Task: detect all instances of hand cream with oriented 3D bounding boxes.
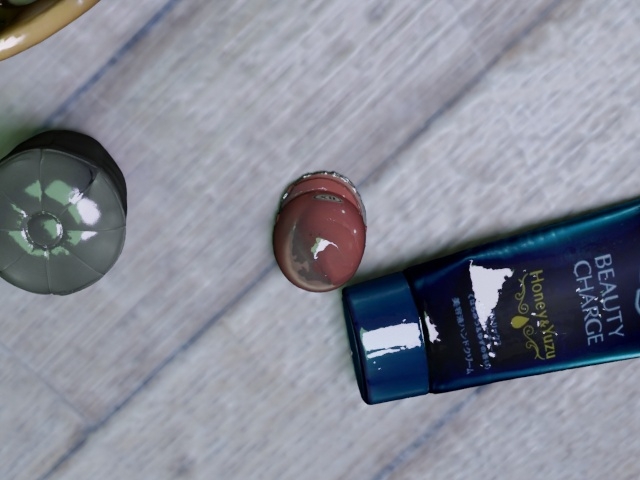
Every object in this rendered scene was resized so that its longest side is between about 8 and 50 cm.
[{"bbox_3d":[0.152,0.043,0.959,0.271,0.061,0.120,-13,103,-7],"label":"hand cream"}]

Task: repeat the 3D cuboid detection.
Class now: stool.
[{"bbox_3d":[-0.169,-0.022,0.890,0.096,0.110,0.096,-1,108,-3],"label":"stool"}]

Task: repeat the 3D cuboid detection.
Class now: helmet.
[{"bbox_3d":[0.000,-0.001,0.935,0.065,0.049,0.084,4,106,-3],"label":"helmet"}]

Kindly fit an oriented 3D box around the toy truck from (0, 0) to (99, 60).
[{"bbox_3d":[-0.241,-0.199,0.786,0.288,0.204,0.211,-26,109,5],"label":"toy truck"}]
